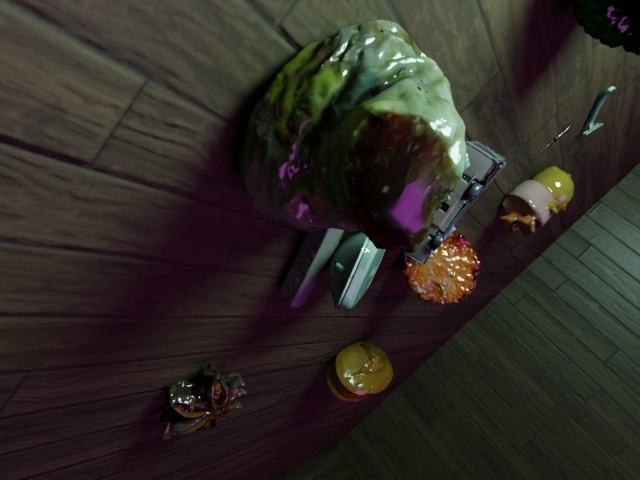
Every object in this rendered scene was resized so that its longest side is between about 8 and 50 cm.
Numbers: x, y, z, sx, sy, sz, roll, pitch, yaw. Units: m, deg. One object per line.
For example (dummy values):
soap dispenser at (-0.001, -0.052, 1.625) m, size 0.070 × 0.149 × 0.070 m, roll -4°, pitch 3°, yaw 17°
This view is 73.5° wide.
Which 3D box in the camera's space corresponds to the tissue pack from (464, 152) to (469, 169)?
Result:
tissue pack at (0.257, -0.162, 0.911) m, size 0.094 × 0.074 × 0.059 m, roll -41°, pitch 155°, yaw 6°

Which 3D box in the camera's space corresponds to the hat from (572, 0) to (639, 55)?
hat at (0.593, -0.504, 0.687) m, size 0.332 × 0.242 × 0.274 m, roll -56°, pitch 164°, yaw 1°

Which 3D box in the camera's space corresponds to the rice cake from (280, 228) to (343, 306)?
rice cake at (0.000, 0.000, 0.844) m, size 0.073 × 0.056 × 0.364 m, roll -22°, pitch 147°, yaw -44°

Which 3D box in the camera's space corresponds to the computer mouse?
computer mouse at (0.066, 0.049, 0.901) m, size 0.159 × 0.097 × 0.288 m, roll -65°, pitch 168°, yaw 9°

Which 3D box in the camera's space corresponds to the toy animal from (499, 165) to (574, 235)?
toy animal at (0.750, -0.145, 1.463) m, size 0.281 × 0.195 × 0.168 m, roll -28°, pitch 110°, yaw -15°

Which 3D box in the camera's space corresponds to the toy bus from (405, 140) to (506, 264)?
toy bus at (0.317, -0.091, 1.060) m, size 0.138 × 0.112 × 0.316 m, roll -21°, pitch 149°, yaw -51°

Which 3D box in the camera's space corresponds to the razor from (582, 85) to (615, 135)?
razor at (0.874, -0.413, 1.346) m, size 0.068 × 0.037 × 0.191 m, roll -34°, pitch 150°, yaw -3°

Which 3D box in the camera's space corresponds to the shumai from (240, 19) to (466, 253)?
shumai at (0.084, -0.098, 0.554) m, size 0.304 × 0.263 × 0.309 m, roll 8°, pitch 120°, yaw -38°

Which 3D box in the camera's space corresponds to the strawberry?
strawberry at (0.353, 0.063, 1.292) m, size 0.234 × 0.234 × 0.178 m, roll -47°, pitch 180°, yaw 12°

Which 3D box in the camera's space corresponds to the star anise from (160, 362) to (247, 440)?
star anise at (-0.283, 0.377, 1.007) m, size 0.220 × 0.099 × 0.214 m, roll -37°, pitch 138°, yaw 4°

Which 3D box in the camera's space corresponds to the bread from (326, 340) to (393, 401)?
bread at (0.147, 0.478, 1.570) m, size 0.270 × 0.195 × 0.142 m, roll -7°, pitch 147°, yaw -42°

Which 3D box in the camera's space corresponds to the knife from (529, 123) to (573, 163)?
knife at (0.724, -0.303, 1.347) m, size 0.170 × 0.010 × 0.023 m, roll -45°, pitch 152°, yaw 11°
